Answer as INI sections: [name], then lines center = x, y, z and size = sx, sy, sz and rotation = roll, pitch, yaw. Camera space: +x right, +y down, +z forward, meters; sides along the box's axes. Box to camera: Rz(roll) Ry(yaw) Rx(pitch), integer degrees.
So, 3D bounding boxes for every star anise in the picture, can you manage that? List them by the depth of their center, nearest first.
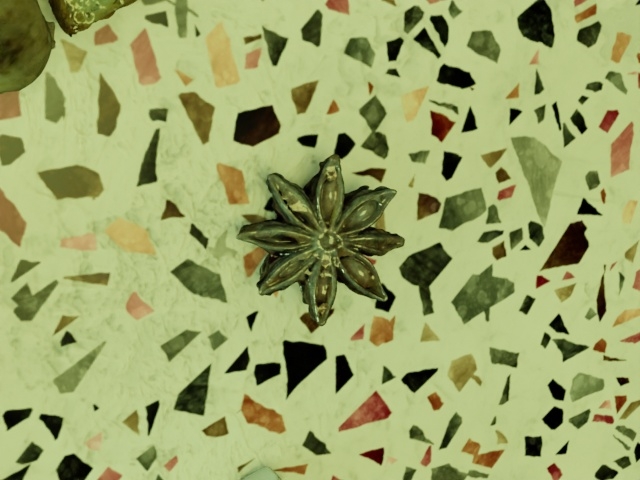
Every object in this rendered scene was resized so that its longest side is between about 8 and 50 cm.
[star anise]
center = 0.001, 0.001, 1.375
size = 0.236, 0.109, 0.223
rotation = 29, 83, -12

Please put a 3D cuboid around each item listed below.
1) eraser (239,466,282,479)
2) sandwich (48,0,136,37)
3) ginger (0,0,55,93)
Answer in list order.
[eraser]
center = -0.079, 0.505, 1.482
size = 0.174, 0.095, 0.270
rotation = -36, 117, -16
[sandwich]
center = -0.267, -0.419, 1.139
size = 0.249, 0.095, 0.273
rotation = -36, 115, -17
[ginger]
center = -0.461, -0.222, 1.063
size = 0.304, 0.155, 0.244
rotation = -33, 146, -9
